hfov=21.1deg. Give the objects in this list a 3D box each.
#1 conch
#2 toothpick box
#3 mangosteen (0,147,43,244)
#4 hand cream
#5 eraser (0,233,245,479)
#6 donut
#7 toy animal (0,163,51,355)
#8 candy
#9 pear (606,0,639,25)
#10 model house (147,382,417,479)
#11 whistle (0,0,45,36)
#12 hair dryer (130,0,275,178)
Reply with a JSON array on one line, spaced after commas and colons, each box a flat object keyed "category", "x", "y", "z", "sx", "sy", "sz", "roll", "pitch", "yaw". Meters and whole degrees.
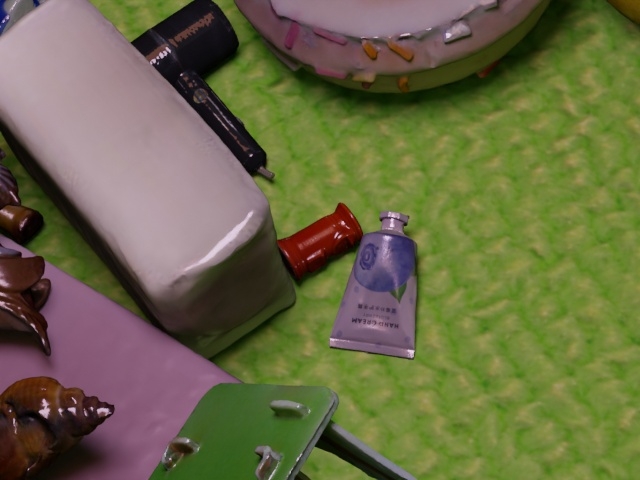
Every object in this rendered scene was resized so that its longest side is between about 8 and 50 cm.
[{"category": "conch", "x": -0.283, "y": 0.176, "z": 1.489, "sx": 0.233, "sy": 0.086, "sz": 0.080, "roll": -26, "pitch": 100, "yaw": 6}, {"category": "toothpick box", "x": 0.000, "y": 0.000, "z": 1.697, "sx": 0.083, "sy": 0.047, "sz": 0.047, "roll": -31, "pitch": 61, "yaw": -10}, {"category": "mangosteen", "x": -0.400, "y": -0.056, "z": 1.712, "sx": 0.261, "sy": 0.235, "sz": 0.235, "roll": 19, "pitch": 55, "yaw": -31}, {"category": "hand cream", "x": 0.061, "y": 0.040, "z": 1.670, "sx": 0.084, "sy": 0.053, "sz": 0.142, "roll": 8, "pitch": 73, "yaw": 12}, {"category": "eraser", "x": -0.242, "y": 0.188, "z": 1.589, "sx": 0.359, "sy": 0.122, "sz": 0.272, "roll": 28, "pitch": 66, "yaw": 20}, {"category": "donut", "x": 0.081, "y": -0.310, "z": 1.796, "sx": 0.382, "sy": 0.142, "sz": 0.382, "roll": -6, "pitch": 59, "yaw": 10}, {"category": "toy animal", "x": -0.301, "y": 0.026, "z": 1.574, "sx": 0.188, "sy": 0.089, "sz": 0.179, "roll": 31, "pitch": 69, "yaw": 10}, {"category": "candy", "x": -0.179, "y": -0.058, "z": 1.664, "sx": 0.145, "sy": 0.208, "sz": 0.358, "roll": -36, "pitch": 63, "yaw": -11}, {"category": "pear", "x": 0.388, "y": -0.330, "z": 1.700, "sx": 0.281, "sy": 0.281, "sz": 0.281, "roll": -4, "pitch": 61, "yaw": 6}, {"category": "model house", "x": 0.020, "y": 0.321, "z": 1.352, "sx": 0.340, "sy": 0.323, "sz": 0.300, "roll": -4, "pitch": 49, "yaw": 55}, {"category": "whistle", "x": -0.340, "y": -0.233, "z": 1.844, "sx": 0.244, "sy": 0.110, "sz": 0.092, "roll": 27, "pitch": 105, "yaw": 29}, {"category": "hair dryer", "x": -0.109, "y": -0.147, "z": 1.790, "sx": 0.124, "sy": 0.071, "sz": 0.219, "roll": -34, "pitch": 69, "yaw": -11}]
